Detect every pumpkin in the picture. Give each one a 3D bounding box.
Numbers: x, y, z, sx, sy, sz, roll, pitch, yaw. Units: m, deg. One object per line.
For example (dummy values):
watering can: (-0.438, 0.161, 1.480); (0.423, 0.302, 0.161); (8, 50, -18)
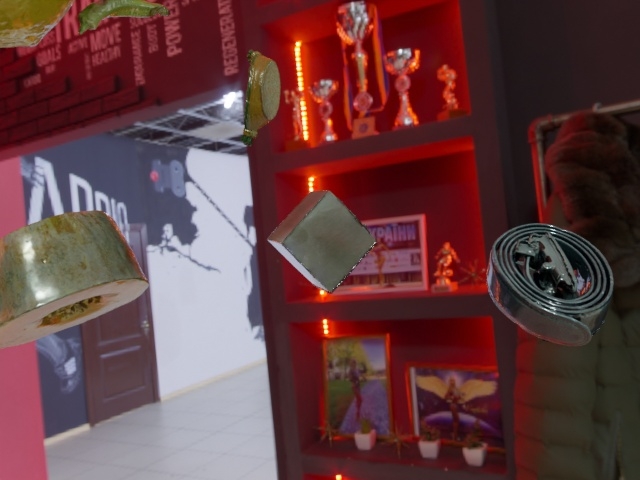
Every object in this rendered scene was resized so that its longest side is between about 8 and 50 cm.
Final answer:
pumpkin: (-0.550, 0.071, 1.134); (0.332, 0.199, 0.332); (-28, -9, -5)

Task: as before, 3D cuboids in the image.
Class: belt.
belt: (0.434, 0.078, 1.035); (0.206, 0.116, 0.267); (-13, 42, -7)

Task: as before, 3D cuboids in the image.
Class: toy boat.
toy boat: (-0.150, -0.342, 1.310); (0.088, 0.229, 0.089); (4, -1, 37)

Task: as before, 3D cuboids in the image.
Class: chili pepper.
chili pepper: (-0.376, -0.439, 1.043); (0.208, 0.049, 0.043); (-38, -10, -41)

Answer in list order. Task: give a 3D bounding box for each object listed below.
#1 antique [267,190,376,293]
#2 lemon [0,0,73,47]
antique: (0.000, 0.000, 1.105); (0.146, 0.152, 0.148); (-48, 18, -11)
lemon: (-0.562, -0.498, 0.906); (0.350, 0.350, 0.387); (-6, -16, -2)
